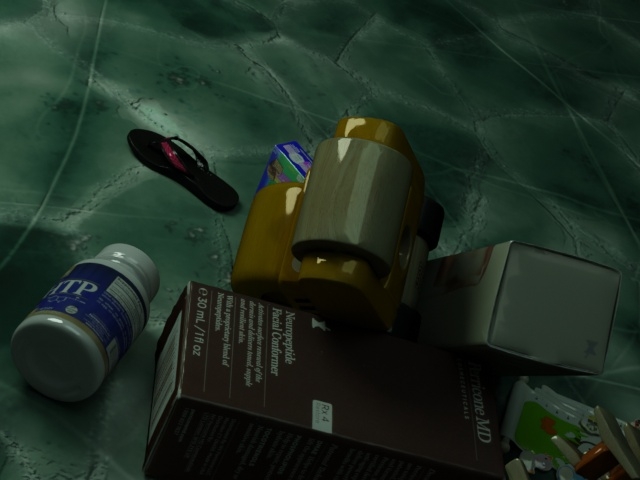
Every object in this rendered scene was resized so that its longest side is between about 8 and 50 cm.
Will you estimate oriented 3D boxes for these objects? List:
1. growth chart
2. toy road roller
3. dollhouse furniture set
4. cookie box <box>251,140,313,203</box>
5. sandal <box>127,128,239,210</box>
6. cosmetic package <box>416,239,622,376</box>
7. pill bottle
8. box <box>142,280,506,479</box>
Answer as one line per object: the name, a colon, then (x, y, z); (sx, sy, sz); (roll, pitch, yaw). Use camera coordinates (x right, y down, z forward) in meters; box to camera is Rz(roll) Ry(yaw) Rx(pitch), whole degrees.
growth chart: (0.338, 0.258, 1.850); (0.237, 0.021, 0.172); (21, 38, -6)
toy road roller: (0.000, 0.000, 1.738); (0.241, 0.329, 0.202); (7, 69, 17)
dollhouse furniture set: (0.269, 0.330, 1.553); (0.259, 0.262, 0.135); (32, 24, -50)
cookie box: (-0.039, -0.063, 1.942); (0.040, 0.107, 0.092); (-14, 51, -39)
sandal: (-0.182, -0.107, 1.967); (0.179, 0.040, 0.067); (34, 38, 11)
cosmetic package: (0.224, 0.088, 1.754); (0.153, 0.296, 0.129); (16, 81, -15)
pill bottle: (-0.258, 0.086, 1.635); (0.112, 0.112, 0.186); (28, 37, 3)
box: (0.005, 0.198, 1.634); (0.382, 0.143, 0.191); (17, 38, -15)
